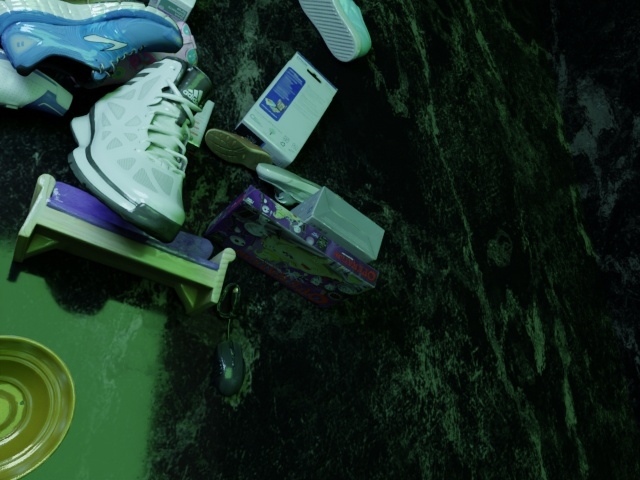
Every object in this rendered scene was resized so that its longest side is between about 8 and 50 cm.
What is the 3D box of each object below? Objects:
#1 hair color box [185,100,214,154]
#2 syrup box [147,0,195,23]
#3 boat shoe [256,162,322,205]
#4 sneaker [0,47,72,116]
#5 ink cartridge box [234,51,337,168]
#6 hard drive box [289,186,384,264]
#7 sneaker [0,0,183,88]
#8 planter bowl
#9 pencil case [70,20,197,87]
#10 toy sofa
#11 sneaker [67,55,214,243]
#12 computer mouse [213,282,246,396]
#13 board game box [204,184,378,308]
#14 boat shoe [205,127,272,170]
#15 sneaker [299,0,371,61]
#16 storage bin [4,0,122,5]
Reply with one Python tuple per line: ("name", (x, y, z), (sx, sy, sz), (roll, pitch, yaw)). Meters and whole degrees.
("hair color box", (-0.306, -0.279, 1.143), (0.072, 0.043, 0.141), (26, 57, -25))
("syrup box", (-0.355, -0.663, 1.235), (0.093, 0.096, 0.236), (23, 58, -27))
("boat shoe", (-0.070, -0.121, 1.221), (0.228, 0.081, 0.079), (21, 16, -33))
("sneaker", (-0.637, -0.275, 0.856), (0.316, 0.128, 0.182), (23, 97, -54))
("ink cartridge box", (-0.084, -0.359, 1.325), (0.165, 0.065, 0.332), (40, 54, -16))
("hard drive box", (0.000, 0.000, 1.124), (0.181, 0.232, 0.089), (35, 54, -20))
("sneaker", (-0.415, -0.358, 0.912), (0.330, 0.130, 0.147), (-18, 99, -36))
("planter bowl", (-0.502, 0.260, 0.744), (0.217, 0.090, 0.217), (14, 64, -31))
("pencil case", (-0.415, -0.413, 1.068), (0.284, 0.124, 0.124), (-24, 86, -40))
("toy sofa", (-0.356, 0.001, 0.920), (0.363, 0.150, 0.177), (25, 60, -26))
("sneaker", (-0.289, -0.199, 0.849), (0.169, 0.257, 0.447), (42, 4, -46))
("computer mouse", (-0.188, 0.204, 1.028), (0.071, 0.041, 0.241), (10, 65, -32))
("board game box", (-0.066, 0.030, 1.080), (0.347, 0.208, 0.056), (34, 58, -20))
("boat shoe", (-0.202, -0.225, 1.190), (0.178, 0.064, 0.060), (22, 26, -31))
("sneaker", (0.044, -0.744, 1.548), (0.150, 0.135, 0.365), (-34, 101, -47))
("storage bin", (-0.561, -0.535, 0.950), (0.260, 0.123, 0.262), (-26, 62, -39))
